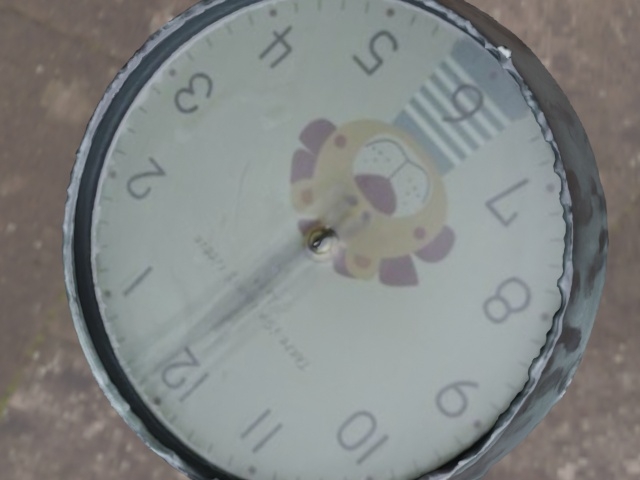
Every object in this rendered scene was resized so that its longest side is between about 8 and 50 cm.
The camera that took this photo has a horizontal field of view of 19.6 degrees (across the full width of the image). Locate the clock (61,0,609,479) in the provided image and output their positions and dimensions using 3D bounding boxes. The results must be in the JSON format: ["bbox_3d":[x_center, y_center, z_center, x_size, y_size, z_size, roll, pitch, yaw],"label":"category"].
[{"bbox_3d":[0.001,0.000,1.028,0.313,0.061,0.312,-1,88,19],"label":"clock"}]
